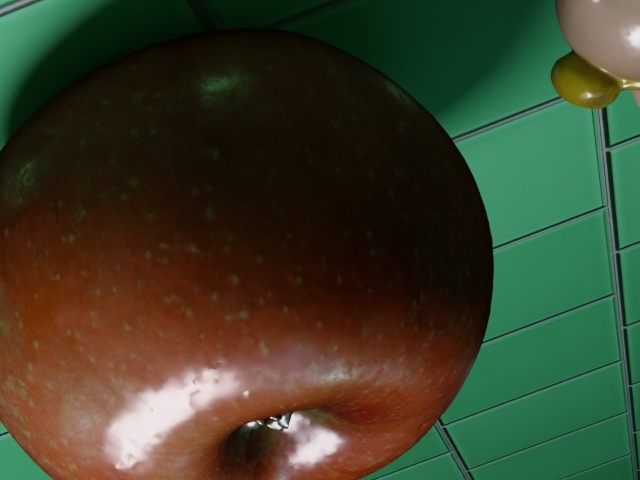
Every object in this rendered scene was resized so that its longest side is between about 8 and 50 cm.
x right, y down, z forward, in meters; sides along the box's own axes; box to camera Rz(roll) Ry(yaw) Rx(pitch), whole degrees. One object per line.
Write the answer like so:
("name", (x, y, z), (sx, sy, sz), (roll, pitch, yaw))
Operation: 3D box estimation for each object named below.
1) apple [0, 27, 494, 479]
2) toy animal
("apple", (-0.060, 0.029, 0.957), (0.348, 0.277, 0.348), (-16, 147, -11))
("toy animal", (0.243, -0.153, 0.975), (0.165, 0.149, 0.248), (-15, 168, 33))
